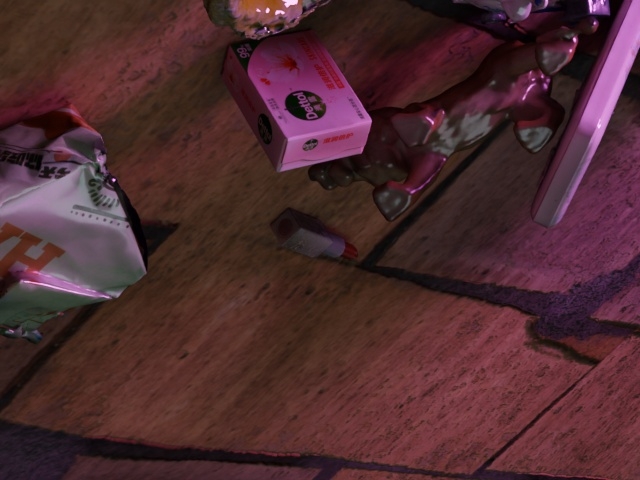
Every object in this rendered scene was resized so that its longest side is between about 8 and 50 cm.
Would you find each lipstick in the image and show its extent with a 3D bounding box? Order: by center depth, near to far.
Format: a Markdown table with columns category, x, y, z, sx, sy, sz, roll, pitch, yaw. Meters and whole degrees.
| category | x | y | z | sx | sy | sz | roll | pitch | yaw |
| --- | --- | --- | --- | --- | --- | --- | --- | --- | --- |
| lipstick | 0.001 | 0.001 | 1.974 | 0.030 | 0.030 | 0.129 | -42 | 147 | 19 |

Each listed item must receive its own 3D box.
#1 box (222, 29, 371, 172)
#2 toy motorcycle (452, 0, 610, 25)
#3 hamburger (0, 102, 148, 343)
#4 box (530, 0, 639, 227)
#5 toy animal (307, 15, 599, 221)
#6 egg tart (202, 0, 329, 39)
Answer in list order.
| category | x | y | z | sx | sy | sz | roll | pitch | yaw |
| --- | --- | --- | --- | --- | --- | --- | --- | --- | --- |
| box | -0.022 | -0.125 | 1.681 | 0.089 | 0.125 | 0.043 | -15 | 145 | -26 |
| toy motorcycle | 0.193 | -0.240 | 1.707 | 0.221 | 0.102 | 0.150 | -5 | 176 | -44 |
| hamburger | -0.266 | -0.001 | 1.664 | 0.214 | 0.125 | 0.235 | -21 | 145 | -3 |
| box | 0.268 | -0.144 | 1.817 | 0.142 | 0.044 | 0.285 | 107 | 9 | -48 |
| toy animal | 0.125 | -0.121 | 1.783 | 0.312 | 0.157 | 0.097 | -29 | 112 | 10 |
| egg tart | -0.023 | -0.252 | 1.528 | 0.197 | 0.078 | 0.197 | -32 | 160 | -13 |
